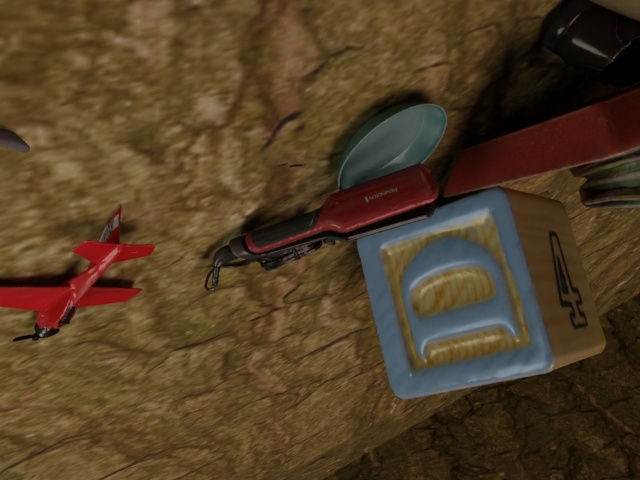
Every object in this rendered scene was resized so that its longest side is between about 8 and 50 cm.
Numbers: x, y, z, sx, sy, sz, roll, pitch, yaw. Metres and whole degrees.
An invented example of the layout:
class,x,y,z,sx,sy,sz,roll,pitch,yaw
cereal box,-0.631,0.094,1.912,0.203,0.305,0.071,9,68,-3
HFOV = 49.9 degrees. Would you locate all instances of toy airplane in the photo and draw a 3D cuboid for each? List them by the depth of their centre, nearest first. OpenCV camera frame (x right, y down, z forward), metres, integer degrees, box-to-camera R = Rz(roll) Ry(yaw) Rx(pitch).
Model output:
class,x,y,z,sx,sy,sz,roll,pitch,yaw
toy airplane,-0.185,0.033,0.530,0.151,0.028,0.151,-27,154,-14

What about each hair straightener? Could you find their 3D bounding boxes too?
class,x,y,z,sx,sy,sz,roll,pitch,yaw
hair straightener,0.000,0.000,0.646,0.231,0.047,0.089,-24,160,-2

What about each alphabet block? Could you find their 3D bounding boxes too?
class,x,y,z,sx,sy,sz,roll,pitch,yaw
alphabet block,0.187,0.062,0.790,0.193,0.193,0.197,-18,167,33

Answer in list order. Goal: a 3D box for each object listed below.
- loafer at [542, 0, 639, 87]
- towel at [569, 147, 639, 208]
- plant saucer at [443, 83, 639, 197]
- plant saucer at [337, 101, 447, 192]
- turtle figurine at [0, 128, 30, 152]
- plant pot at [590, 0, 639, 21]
class,x,y,z,sx,sy,sz,roll,pitch,yaw
loafer,0.300,-0.182,0.688,0.220,0.078,0.080,-8,145,-44
towel,0.502,-0.079,0.721,0.375,0.090,0.320,-1,-177,-6
plant saucer,0.284,-0.120,0.695,0.259,0.047,0.259,-21,-177,-21
plant saucer,0.062,-0.086,0.631,0.119,0.021,0.119,-28,155,-15
turtle figurine,-0.291,-0.002,0.246,0.198,0.274,0.266,-16,138,13
plant pot,0.217,-0.219,0.348,0.191,0.283,0.284,-5,175,35
